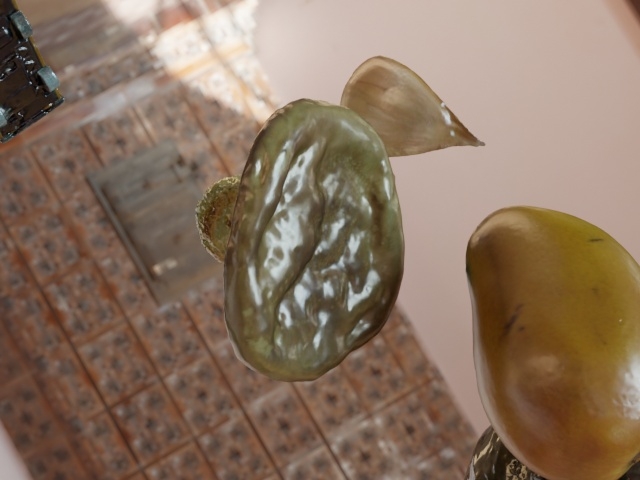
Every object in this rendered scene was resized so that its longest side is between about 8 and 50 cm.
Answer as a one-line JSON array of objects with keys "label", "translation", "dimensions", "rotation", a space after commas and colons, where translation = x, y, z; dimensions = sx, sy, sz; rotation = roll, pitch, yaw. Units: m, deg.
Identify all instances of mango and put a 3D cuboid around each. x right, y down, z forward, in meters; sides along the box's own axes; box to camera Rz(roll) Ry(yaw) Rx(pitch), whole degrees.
[{"label": "mango", "translation": [0.251, 0.098, 1.413], "dimensions": [0.211, 0.317, 0.173], "rotation": [-6, 148, -13]}]

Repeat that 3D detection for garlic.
[{"label": "garlic", "translation": [0.087, -0.154, 1.718], "dimensions": [0.115, 0.128, 0.207], "rotation": [-40, -146, -11]}]

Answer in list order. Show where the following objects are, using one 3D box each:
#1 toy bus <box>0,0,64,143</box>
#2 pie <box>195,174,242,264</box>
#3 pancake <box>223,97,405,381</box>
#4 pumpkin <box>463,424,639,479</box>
[{"label": "toy bus", "translation": [-0.380, -0.222, 1.571], "dimensions": [0.098, 0.114, 0.201], "rotation": [-38, 147, -15]}, {"label": "pie", "translation": [-0.032, -0.029, 1.706], "dimensions": [0.248, 0.090, 0.201], "rotation": [2, 148, -11]}, {"label": "pancake", "translation": [0.000, 0.000, 1.397], "dimensions": [0.049, 0.294, 0.294], "rotation": [4, -162, 38]}, {"label": "pumpkin", "translation": [0.428, 0.439, 2.148], "dimensions": [0.454, 0.454, 0.344], "rotation": [-34, -173, 35]}]
